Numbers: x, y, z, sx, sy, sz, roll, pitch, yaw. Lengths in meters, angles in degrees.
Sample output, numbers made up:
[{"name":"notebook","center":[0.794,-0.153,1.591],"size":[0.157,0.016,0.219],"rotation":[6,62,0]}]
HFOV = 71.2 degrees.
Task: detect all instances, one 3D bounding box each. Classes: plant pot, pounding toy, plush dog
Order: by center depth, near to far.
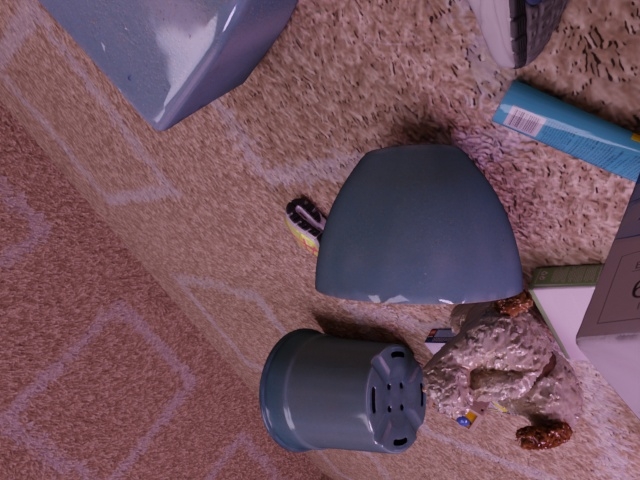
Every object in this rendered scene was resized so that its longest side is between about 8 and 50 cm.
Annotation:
[{"name":"plant pot","center":[-0.161,-0.345,0.576],"size":[0.252,0.247,0.248],"rotation":[-28,109,38]},{"name":"plant pot","center":[0.135,-0.031,0.646],"size":[0.290,0.290,0.196],"rotation":[2,94,46]},{"name":"plush dog","center":[0.328,0.203,0.729],"size":[0.225,0.262,0.210],"rotation":[44,131,3]},{"name":"pounding toy","center":[0.292,0.344,0.975],"size":[0.130,0.100,0.141],"rotation":[27,147,23]},{"name":"plant pot","center":[0.072,0.402,1.182],"size":[0.334,0.341,0.341],"rotation":[-12,121,44]}]

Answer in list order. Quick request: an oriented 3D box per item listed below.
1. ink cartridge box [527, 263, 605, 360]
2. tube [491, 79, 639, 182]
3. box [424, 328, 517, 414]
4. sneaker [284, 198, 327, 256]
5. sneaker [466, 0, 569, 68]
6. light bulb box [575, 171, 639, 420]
[{"name":"ink cartridge box","center":[0.451,0.112,0.648],"size":[0.235,0.056,0.171],"rotation":[-10,123,50]},{"name":"tube","center":[0.307,-0.120,0.520],"size":[0.207,0.052,0.080],"rotation":[31,180,13]},{"name":"box","center":[0.357,0.287,0.975],"size":[0.233,0.044,0.159],"rotation":[50,148,-15]},{"name":"sneaker","center":[0.000,0.000,0.981],"size":[0.208,0.081,0.094],"rotation":[48,155,0]},{"name":"sneaker","center":[0.153,-0.310,0.423],"size":[0.129,0.111,0.297],"rotation":[21,143,55]},{"name":"light bulb box","center":[0.412,-0.014,0.242],"size":[0.225,0.361,0.358],"rotation":[48,148,-9]}]
